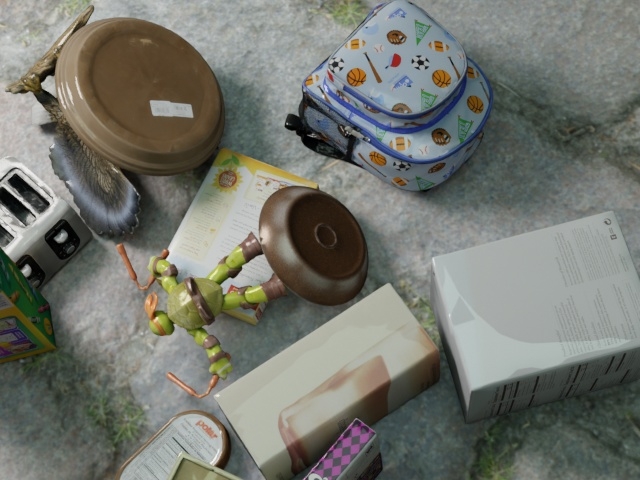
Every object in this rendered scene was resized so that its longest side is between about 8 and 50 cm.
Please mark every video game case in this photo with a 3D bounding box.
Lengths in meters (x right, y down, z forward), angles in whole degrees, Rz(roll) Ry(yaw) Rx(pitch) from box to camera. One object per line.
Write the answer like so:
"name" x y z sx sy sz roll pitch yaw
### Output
"video game case" -0.006 0.359 1.664 0.042 0.210 0.232 38 76 19

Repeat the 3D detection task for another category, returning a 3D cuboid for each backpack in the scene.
"backpack" 0.130 -0.218 1.903 0.263 0.213 0.276 40 73 7

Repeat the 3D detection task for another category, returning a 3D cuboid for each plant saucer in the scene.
"plant saucer" 0.000 0.000 1.842 0.199 0.036 0.198 19 55 -29
"plant saucer" -0.265 -0.228 1.886 0.278 0.041 0.277 15 58 -26

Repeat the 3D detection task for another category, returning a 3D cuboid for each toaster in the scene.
"toaster" -0.474 -0.022 1.914 0.186 0.110 0.168 40 75 18

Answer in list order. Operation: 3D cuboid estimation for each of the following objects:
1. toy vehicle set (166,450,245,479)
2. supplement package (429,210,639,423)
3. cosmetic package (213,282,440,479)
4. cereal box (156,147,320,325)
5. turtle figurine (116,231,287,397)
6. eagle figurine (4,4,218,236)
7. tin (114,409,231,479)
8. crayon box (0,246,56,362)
"toy vehicle set" -0.177 0.446 1.714 0.166 0.035 0.266 25 75 4
"supplement package" 0.306 0.113 1.746 0.263 0.198 0.199 -14 68 -2
"cosmetic package" 0.014 0.209 1.757 0.296 0.153 0.129 -32 68 -7
"cereal box" -0.126 -0.009 1.912 0.173 0.047 0.240 22 73 13
"turtle figurine" -0.173 0.074 1.813 0.217 0.087 0.269 -30 72 -4
"eagle figurine" -0.342 -0.174 1.950 0.298 0.225 0.226 44 120 -11
"tin" -0.213 0.327 1.790 0.190 0.040 0.106 -43 75 -13
"crayon box" -0.498 0.102 1.773 0.165 0.278 0.081 -14 68 -1
